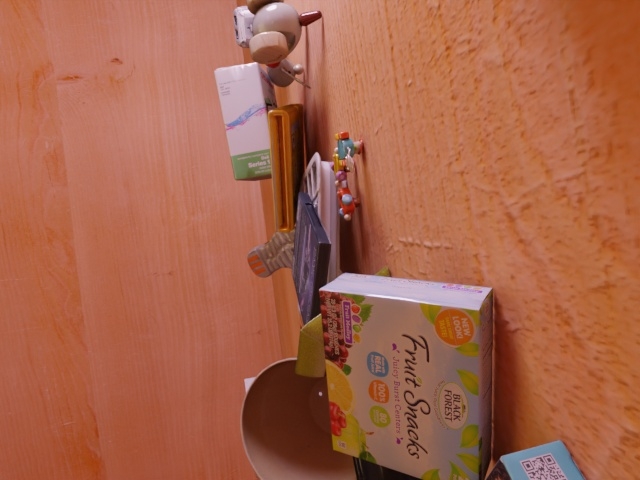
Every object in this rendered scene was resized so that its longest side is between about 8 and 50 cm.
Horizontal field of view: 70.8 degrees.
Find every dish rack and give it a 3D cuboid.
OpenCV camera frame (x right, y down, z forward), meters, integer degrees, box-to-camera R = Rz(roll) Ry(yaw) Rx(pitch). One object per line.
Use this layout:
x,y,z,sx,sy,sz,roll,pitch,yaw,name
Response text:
0.000,0.000,0.998,0.285,0.072,0.333,145,127,-76,dish rack

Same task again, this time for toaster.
-0.196,-0.681,1.433,0.227,0.146,0.129,-117,24,-59,toaster

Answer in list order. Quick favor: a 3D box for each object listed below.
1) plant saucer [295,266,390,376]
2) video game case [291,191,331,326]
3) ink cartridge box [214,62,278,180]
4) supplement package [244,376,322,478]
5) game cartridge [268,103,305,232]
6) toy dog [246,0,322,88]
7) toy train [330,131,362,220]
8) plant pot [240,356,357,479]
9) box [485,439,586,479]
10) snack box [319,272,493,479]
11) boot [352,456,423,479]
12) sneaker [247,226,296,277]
0.047,0.154,0.765,0.045,0.188,0.188,46,152,25,plant saucer
-0.024,0.040,0.874,0.274,0.026,0.196,-114,28,-65,video game case
-0.175,-0.306,1.207,0.201,0.116,0.279,-50,-49,-81,ink cartridge box
-0.056,0.462,1.180,0.204,0.261,0.145,-112,19,-51,supplement package
-0.076,-0.203,1.174,0.324,0.052,0.286,-73,-17,-69,game cartridge
-0.070,-0.470,1.061,0.334,0.160,0.220,-85,-11,-72,toy dog
0.056,-0.121,0.822,0.166,0.046,0.125,96,161,-59,toy train
0.000,0.377,0.965,0.191,0.283,0.285,5,-105,-66,plant pot
0.183,0.294,0.417,0.101,0.060,0.245,-110,17,-47,box
0.094,0.148,0.496,0.070,0.174,0.207,-27,-63,-55,snack box
0.090,0.404,0.716,0.367,0.146,0.446,137,122,-66,boot
-0.064,0.003,1.295,0.321,0.180,0.125,-15,103,46,sneaker
